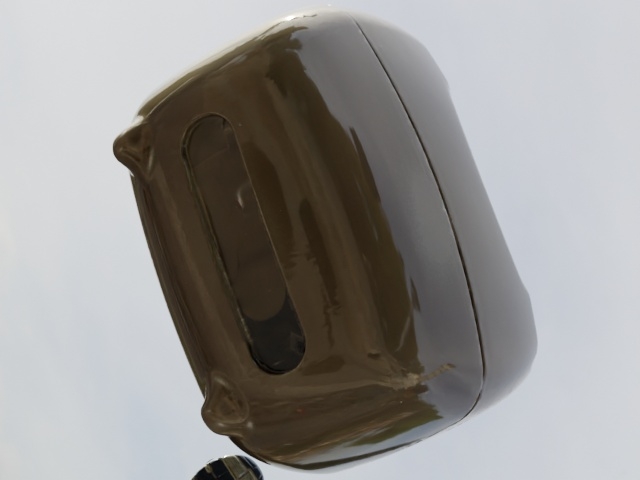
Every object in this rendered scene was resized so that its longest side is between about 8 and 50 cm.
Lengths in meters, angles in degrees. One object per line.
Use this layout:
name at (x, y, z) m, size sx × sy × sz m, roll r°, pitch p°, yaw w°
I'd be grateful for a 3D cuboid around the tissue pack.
tissue pack at (0.000, 0.000, 1.318) m, size 0.267 × 0.277 × 0.387 m, roll -25°, pitch -100°, yaw 33°

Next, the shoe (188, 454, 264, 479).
shoe at (-0.116, 0.250, 1.404) m, size 0.064 × 0.143 × 0.071 m, roll 58°, pitch -7°, yaw 9°
